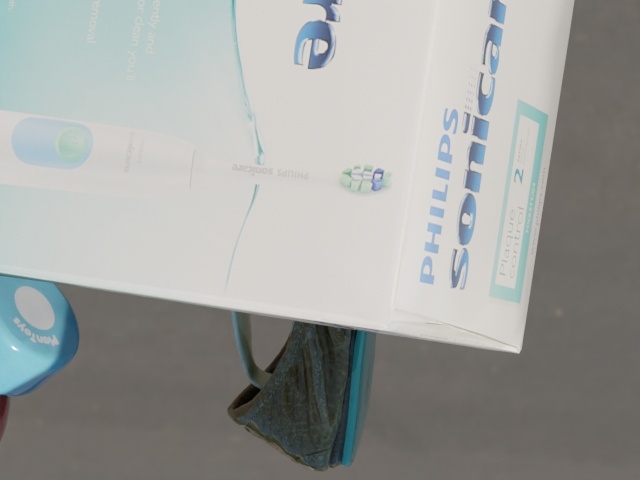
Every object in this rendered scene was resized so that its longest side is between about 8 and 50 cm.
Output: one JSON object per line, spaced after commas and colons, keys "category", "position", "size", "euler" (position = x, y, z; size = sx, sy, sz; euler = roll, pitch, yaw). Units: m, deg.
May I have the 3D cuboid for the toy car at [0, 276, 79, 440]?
{"category": "toy car", "position": [-0.273, 0.121, 1.031], "size": [0.219, 0.238, 0.210], "euler": [-36, 122, 27]}

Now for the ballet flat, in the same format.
{"category": "ballet flat", "position": [0.000, 0.000, 1.350], "size": [0.124, 0.116, 0.342], "euler": [15, 113, 6]}

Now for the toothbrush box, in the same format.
{"category": "toothbrush box", "position": [-0.063, -0.086, 0.716], "size": [0.295, 0.216, 0.126], "euler": [6, 177, 28]}
